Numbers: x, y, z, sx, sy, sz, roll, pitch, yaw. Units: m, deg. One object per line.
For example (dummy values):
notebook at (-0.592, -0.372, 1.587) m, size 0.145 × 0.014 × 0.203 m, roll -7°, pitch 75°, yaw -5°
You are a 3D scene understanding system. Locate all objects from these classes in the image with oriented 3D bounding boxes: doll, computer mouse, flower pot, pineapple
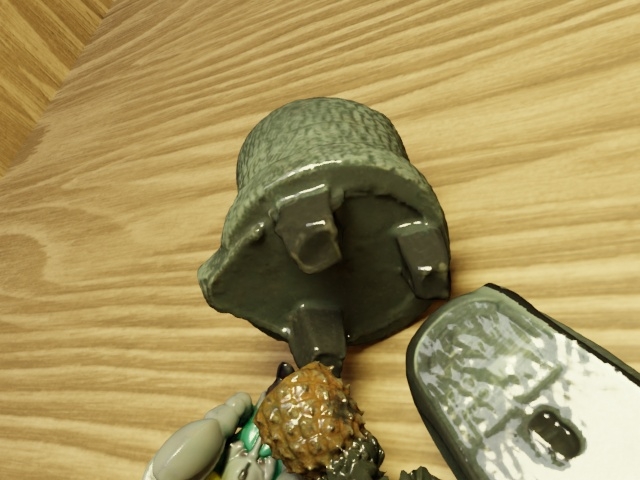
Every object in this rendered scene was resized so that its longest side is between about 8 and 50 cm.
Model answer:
doll at (-0.098, 0.258, 0.828) m, size 0.194 × 0.153 × 0.258 m, roll -3°, pitch 56°, yaw 2°
computer mouse at (0.222, 0.188, 0.637) m, size 0.203 × 0.114 × 0.374 m, roll -41°, pitch 46°, yaw 1°
flower pot at (0.000, 0.000, 0.874) m, size 0.299 × 0.299 × 0.283 m, roll -33°, pitch 36°, yaw 15°
pineapple at (0.036, 0.234, 0.731) m, size 0.237 × 0.111 × 0.119 m, roll 46°, pitch 121°, yaw 23°
